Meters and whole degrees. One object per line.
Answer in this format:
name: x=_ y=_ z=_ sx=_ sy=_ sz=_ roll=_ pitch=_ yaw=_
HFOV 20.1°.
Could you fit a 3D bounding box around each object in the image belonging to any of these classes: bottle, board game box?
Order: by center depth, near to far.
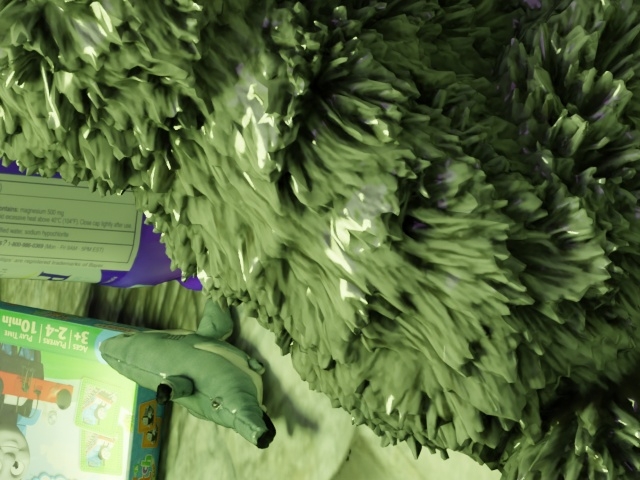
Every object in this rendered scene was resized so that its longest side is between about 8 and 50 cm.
bottle: x=-0.123 y=-0.023 z=0.931 sx=0.118 sy=0.282 sz=0.092 roll=15 pitch=99 yaw=59
board game box: x=-0.182 y=0.153 z=1.185 sx=0.160 sy=0.039 sz=0.212 roll=8 pitch=96 yaw=28

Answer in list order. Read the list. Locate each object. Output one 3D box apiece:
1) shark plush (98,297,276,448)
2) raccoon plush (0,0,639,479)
shark plush: x=-0.070 y=0.093 z=1.042 sx=0.161 sy=0.067 sz=0.073 roll=49 pitch=127 yaw=51
raccoon plush: x=0.000 y=0.000 z=0.702 sx=0.216 sy=0.299 sz=0.446 roll=-62 pitch=38 yaw=34
